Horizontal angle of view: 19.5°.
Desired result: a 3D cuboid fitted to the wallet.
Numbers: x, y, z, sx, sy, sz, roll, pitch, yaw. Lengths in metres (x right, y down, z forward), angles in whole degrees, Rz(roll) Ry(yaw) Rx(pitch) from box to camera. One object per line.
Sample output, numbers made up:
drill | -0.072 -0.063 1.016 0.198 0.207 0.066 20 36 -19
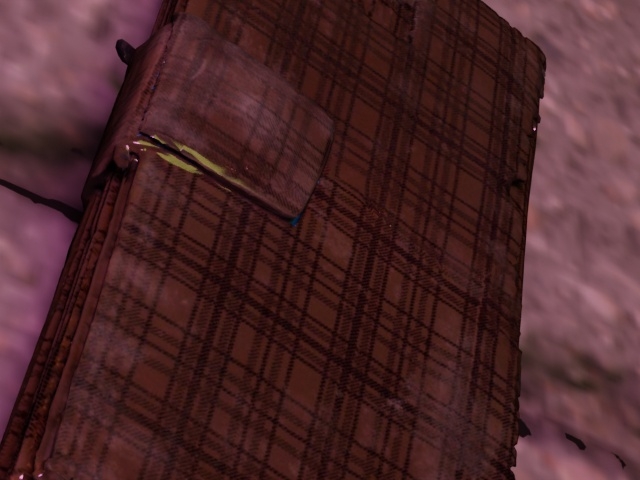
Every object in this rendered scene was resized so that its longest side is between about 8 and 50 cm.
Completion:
wallet | 0.000 0.000 0.446 0.124 0.042 0.230 34 42 -21
